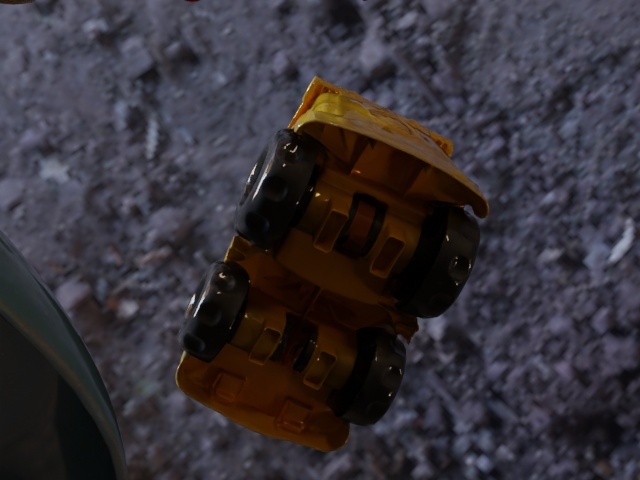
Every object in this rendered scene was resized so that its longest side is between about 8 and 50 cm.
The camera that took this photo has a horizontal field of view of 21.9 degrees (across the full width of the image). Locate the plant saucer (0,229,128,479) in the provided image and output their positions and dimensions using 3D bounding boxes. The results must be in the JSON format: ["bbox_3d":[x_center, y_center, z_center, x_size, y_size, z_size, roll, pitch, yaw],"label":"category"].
[{"bbox_3d":[-0.199,0.013,0.425,0.318,0.043,0.317,9,148,6],"label":"plant saucer"}]

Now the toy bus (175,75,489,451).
[{"bbox_3d":[0.000,0.000,1.139,0.149,0.211,0.220,24,110,-13],"label":"toy bus"}]

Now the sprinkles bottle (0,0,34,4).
[{"bbox_3d":[-0.271,-0.403,1.564,0.121,0.355,0.121,12,161,4],"label":"sprinkles bottle"}]
